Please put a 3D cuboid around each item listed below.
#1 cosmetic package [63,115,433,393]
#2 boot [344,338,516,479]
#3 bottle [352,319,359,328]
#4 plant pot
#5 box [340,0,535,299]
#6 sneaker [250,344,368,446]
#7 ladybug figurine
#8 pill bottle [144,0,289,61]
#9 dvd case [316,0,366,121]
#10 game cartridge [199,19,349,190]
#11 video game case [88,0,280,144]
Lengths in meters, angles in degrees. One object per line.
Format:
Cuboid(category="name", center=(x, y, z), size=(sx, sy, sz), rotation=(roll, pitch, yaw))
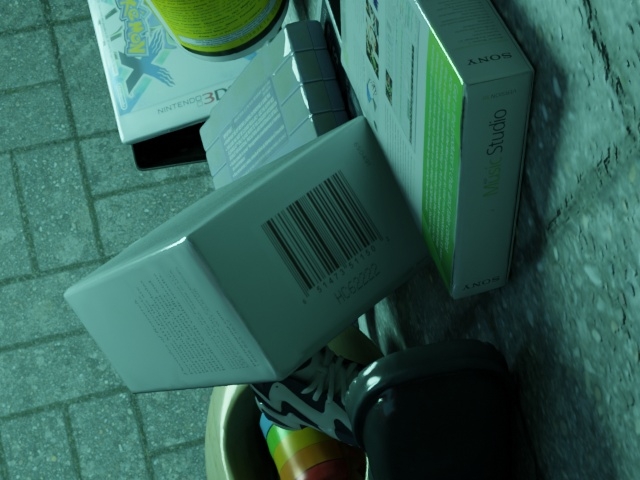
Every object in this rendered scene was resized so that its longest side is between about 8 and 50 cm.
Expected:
Cuboid(category="cosmetic package", center=(-0.094, 0.035, 1.240), size=(0.161, 0.230, 0.453), rotation=(57, 154, -8))
Cuboid(category="boot", center=(0.150, 0.344, 0.935), size=(0.367, 0.146, 0.445), rotation=(76, 179, -59))
Cuboid(category="bottle", center=(0.000, 0.000, 1.563), size=(0.118, 0.092, 0.282), rotation=(-131, 29, -68))
Cuboid(category="plant pot", center=(-0.236, -0.246, 1.984), size=(0.167, 0.188, 0.188), rotation=(-92, -7, -66))
Cuboid(category="box", center=(0.083, -0.145, 0.950), size=(0.232, 0.059, 0.322), rotation=(87, 168, -48))
Cuboid(category="sneaker", center=(0.004, 0.156, 1.312), size=(0.153, 0.235, 0.094), rotation=(53, -126, -41))
Cuboid(category="ladybug figurine", center=(0.005, 0.281, 1.466), size=(0.162, 0.305, 0.449), rotation=(35, -153, -45))
Cuboid(category="pill bottle", center=(-0.165, -0.384, 1.481), size=(0.334, 0.188, 0.187), rotation=(55, -163, -68))
Cuboid(category="dvd case", center=(0.038, -0.155, 1.300), size=(0.179, 0.030, 0.238), rotation=(99, 156, -67))
Cuboid(category="game cartridge", center=(-0.053, -0.102, 1.414), size=(0.355, 0.068, 0.230), rotation=(147, 113, -64))
Cuboid(category="video game case", center=(-0.219, -0.350, 1.819), size=(0.036, 0.300, 0.328), rotation=(0, -105, -71))
